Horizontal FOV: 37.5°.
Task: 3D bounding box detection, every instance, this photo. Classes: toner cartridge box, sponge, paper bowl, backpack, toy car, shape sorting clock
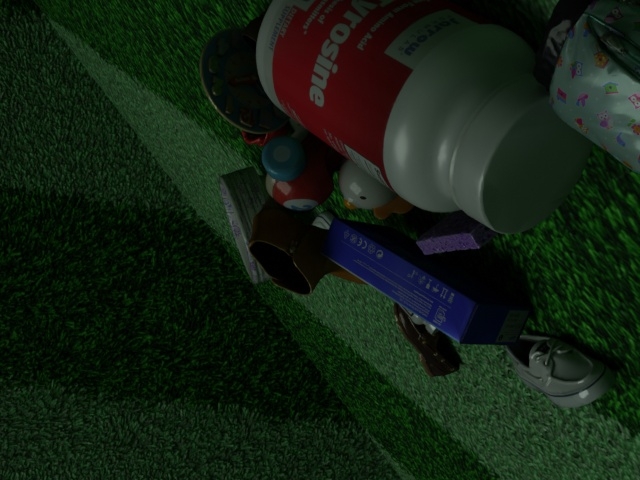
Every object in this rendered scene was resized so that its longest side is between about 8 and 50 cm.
[{"bbox_3d":[0.174,0.067,1.617,0.165,0.075,0.348,10,-163,-46],"label":"toner cartridge box"},{"bbox_3d":[0.226,-0.027,1.380,0.031,0.117,0.210,56,166,-7],"label":"sponge"},{"bbox_3d":[-0.142,-0.046,2.333,0.284,0.148,0.284,163,90,-82],"label":"paper bowl"},{"bbox_3d":[0.293,-0.151,0.889,0.182,0.115,0.152,44,161,22],"label":"backpack"},{"bbox_3d":[0.049,-0.107,1.625,0.238,0.210,0.219,35,171,16],"label":"toy car"},{"bbox_3d":[-0.128,-0.293,1.720,0.040,0.206,0.206,-18,110,51],"label":"shape sorting clock"}]

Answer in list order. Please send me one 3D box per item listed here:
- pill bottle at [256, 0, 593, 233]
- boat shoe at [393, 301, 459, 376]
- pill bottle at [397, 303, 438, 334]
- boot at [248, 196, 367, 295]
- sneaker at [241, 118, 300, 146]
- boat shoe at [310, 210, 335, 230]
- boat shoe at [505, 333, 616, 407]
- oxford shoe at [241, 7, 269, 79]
[{"bbox_3d":[0.118,-0.178,1.141,0.407,0.229,0.229,40,160,41],"label":"pill bottle"},{"bbox_3d":[0.231,0.206,2.028,0.073,0.073,0.207,-17,119,35],"label":"boat shoe"},{"bbox_3d":[0.194,0.109,1.864,0.152,0.086,0.086,49,165,17],"label":"pill bottle"},{"bbox_3d":[-0.005,0.045,1.741,0.295,0.104,0.211,33,-152,-14],"label":"boot"},{"bbox_3d":[-0.105,-0.228,1.940,0.107,0.118,0.279,46,164,29],"label":"sneaker"},{"bbox_3d":[0.000,0.000,2.232,0.083,0.076,0.226,50,165,11],"label":"boat shoe"},{"bbox_3d":[0.370,0.200,1.509,0.084,0.095,0.258,51,165,-10],"label":"boat shoe"},{"bbox_3d":[-0.066,-0.298,1.705,0.227,0.096,0.083,54,164,-11],"label":"oxford shoe"}]
